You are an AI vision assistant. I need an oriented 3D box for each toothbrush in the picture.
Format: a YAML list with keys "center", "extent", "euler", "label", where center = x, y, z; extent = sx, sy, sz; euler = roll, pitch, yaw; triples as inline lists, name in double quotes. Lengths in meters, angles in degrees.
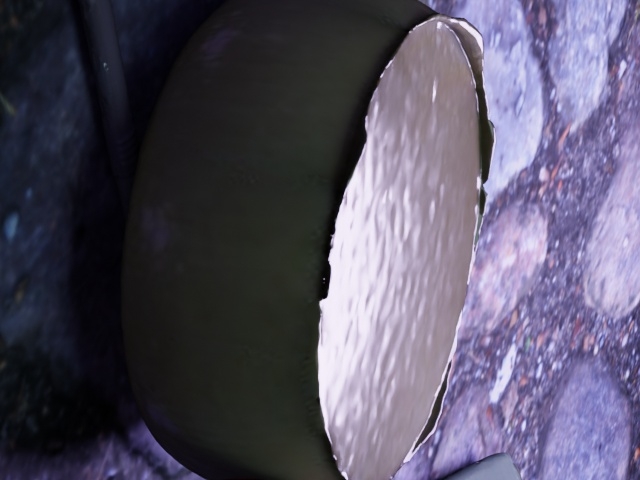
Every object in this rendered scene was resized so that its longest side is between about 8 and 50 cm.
- center: [-0.114, -0.070, 1.128]
  extent: [0.024, 0.029, 0.354]
  euler: [-64, 155, -46]
  label: "toothbrush"

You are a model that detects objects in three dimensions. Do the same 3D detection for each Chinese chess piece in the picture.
- center: [0.000, 0.000, 1.227]
  extent: [0.338, 0.140, 0.338]
  euler: [11, 90, -69]
  label: "Chinese chess piece"

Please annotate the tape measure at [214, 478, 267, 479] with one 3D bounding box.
- center: [-0.092, 0.245, 1.144]
  extent: [0.260, 0.114, 0.253]
  euler: [-25, 148, 3]
  label: "tape measure"

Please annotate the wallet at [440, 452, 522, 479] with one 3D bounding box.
- center: [0.083, 0.338, 1.704]
  extent: [0.360, 0.083, 0.252]
  euler: [-11, 109, -61]
  label: "wallet"
